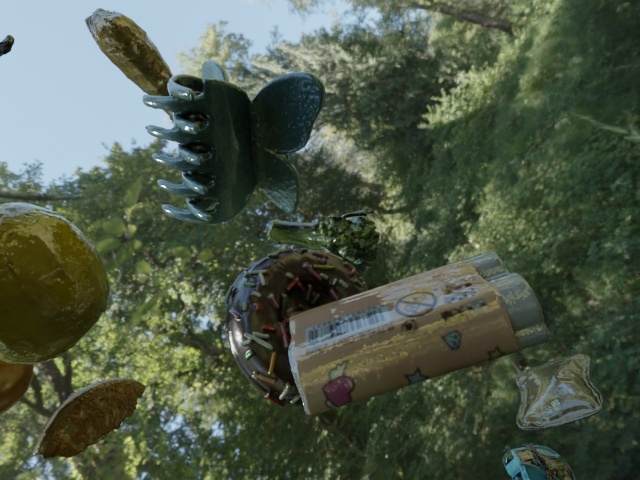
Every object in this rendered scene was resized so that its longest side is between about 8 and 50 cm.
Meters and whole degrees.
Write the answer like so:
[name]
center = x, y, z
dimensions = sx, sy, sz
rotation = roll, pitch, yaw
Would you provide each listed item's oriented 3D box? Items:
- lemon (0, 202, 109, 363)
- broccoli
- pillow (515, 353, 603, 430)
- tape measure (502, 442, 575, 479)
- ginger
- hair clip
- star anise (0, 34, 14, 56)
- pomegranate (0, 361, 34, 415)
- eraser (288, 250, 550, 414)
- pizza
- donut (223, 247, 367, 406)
[lemon]
center = -0.514, 0.073, 0.775
dimensions = 0.260, 0.260, 0.284
rotation = -31, -61, -65
[broccoli]
center = 0.004, 0.003, 1.060
dimensions = 0.198, 0.275, 0.177
rotation = -109, 27, -83
[pillow]
center = 0.372, 0.237, 0.711
dimensions = 0.033, 0.130, 0.217
rotation = 63, -154, 3
[tape measure]
center = 0.491, 0.519, 0.987
dimensions = 0.146, 0.125, 0.081
rotation = -107, 25, -47
[ginger]
center = -0.546, -0.507, 1.350
dimensions = 0.166, 0.236, 0.375
rotation = -52, -38, -34
[hair clip]
center = -0.214, -0.202, 0.956
dimensions = 0.238, 0.392, 0.318
rotation = -28, -50, -42
[star anise]
center = -0.741, -0.414, 0.796
dimensions = 0.237, 0.346, 0.148
rotation = -38, 39, 58
[pomegranate]
center = -0.795, 0.296, 1.006
dimensions = 0.264, 0.264, 0.264
rotation = 15, -90, -72
[eraser]
center = 0.108, 0.109, 0.571
dimensions = 0.171, 0.291, 0.087
rotation = -100, -9, -68
[pizza]
center = -0.485, 0.366, 0.944
dimensions = 0.246, 0.058, 0.127
rotation = -45, -60, -51
[donut]
center = -0.023, 0.130, 0.721
dimensions = 0.269, 0.270, 0.103
rotation = -63, 6, -34
